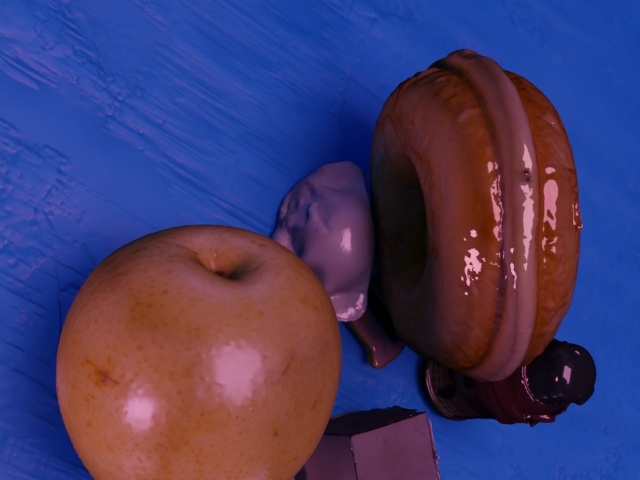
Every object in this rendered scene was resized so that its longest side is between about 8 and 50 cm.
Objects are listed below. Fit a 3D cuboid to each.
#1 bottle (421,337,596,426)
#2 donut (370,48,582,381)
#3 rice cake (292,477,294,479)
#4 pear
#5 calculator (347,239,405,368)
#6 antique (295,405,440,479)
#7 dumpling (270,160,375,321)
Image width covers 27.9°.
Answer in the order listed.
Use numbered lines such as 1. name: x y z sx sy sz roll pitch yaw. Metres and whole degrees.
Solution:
1. bottle: 0.278 0.187 1.859 0.143 0.271 0.156 -33 103 -36
2. donut: 0.198 -0.031 1.710 0.198 0.449 0.449 -4 86 -15
3. rice cake: -0.125 0.344 1.674 0.226 0.040 0.085 3 82 -37
4. pear: -0.144 0.151 1.507 0.348 0.348 0.348 6 80 -37
5. calculator: 0.106 0.071 1.898 0.236 0.033 0.157 -47 110 -35
6. antique: 0.062 0.311 1.754 0.146 0.152 0.148 -9 91 -37
7. dumpling: 0.000 0.000 1.786 0.151 0.124 0.229 3 73 -1
